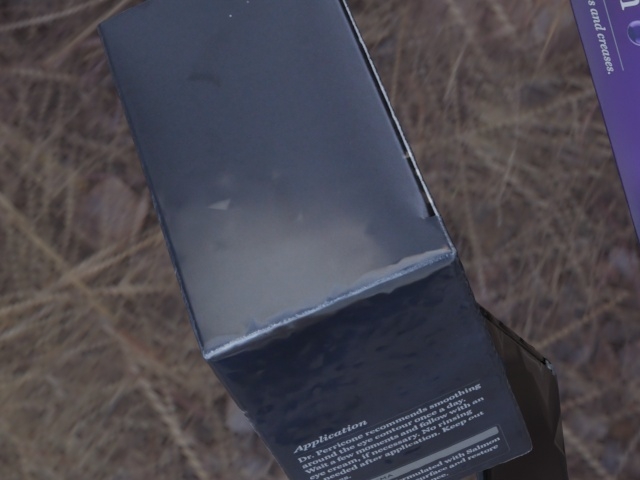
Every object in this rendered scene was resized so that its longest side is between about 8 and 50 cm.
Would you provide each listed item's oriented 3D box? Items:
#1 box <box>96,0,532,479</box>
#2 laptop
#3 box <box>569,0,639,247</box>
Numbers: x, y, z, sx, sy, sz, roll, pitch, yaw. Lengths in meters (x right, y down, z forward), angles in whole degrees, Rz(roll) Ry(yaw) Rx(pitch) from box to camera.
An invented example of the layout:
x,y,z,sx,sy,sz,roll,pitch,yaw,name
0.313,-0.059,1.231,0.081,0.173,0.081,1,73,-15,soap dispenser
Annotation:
x,y,z,sx,sy,sz,roll,pitch,yaw,name
0.000,0.000,0.688,0.093,0.156,0.158,-23,146,3,box
0.058,0.096,1.145,0.264,0.234,0.137,29,87,24,laptop
0.224,-0.121,0.885,0.184,0.103,0.261,-8,110,33,box
